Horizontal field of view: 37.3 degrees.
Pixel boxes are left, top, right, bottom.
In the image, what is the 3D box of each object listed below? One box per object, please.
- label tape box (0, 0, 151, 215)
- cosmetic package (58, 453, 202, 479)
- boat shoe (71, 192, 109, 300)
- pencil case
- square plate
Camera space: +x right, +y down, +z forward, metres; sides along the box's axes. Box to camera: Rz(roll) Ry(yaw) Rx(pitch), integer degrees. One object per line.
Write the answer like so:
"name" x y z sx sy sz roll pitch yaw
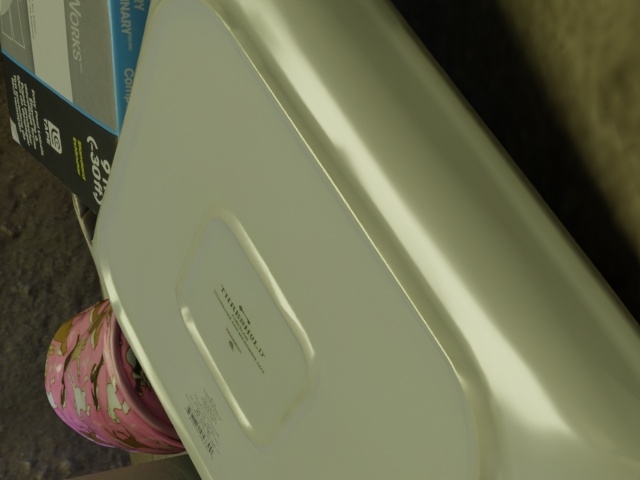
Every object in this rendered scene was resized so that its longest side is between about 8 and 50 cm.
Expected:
"label tape box" -0.124 -0.138 0.666 0.333 0.105 0.241 34 132 45
"cosmetic package" -0.122 0.312 0.825 0.224 0.224 0.138 -125 32 -53
"boat shoe" -0.245 -0.008 1.206 0.130 0.132 0.356 165 98 -72
"pencil case" -0.174 0.120 0.939 0.167 0.160 0.386 -57 13 -24
"square plate" -0.021 0.041 0.471 0.347 0.049 0.344 57 144 20
